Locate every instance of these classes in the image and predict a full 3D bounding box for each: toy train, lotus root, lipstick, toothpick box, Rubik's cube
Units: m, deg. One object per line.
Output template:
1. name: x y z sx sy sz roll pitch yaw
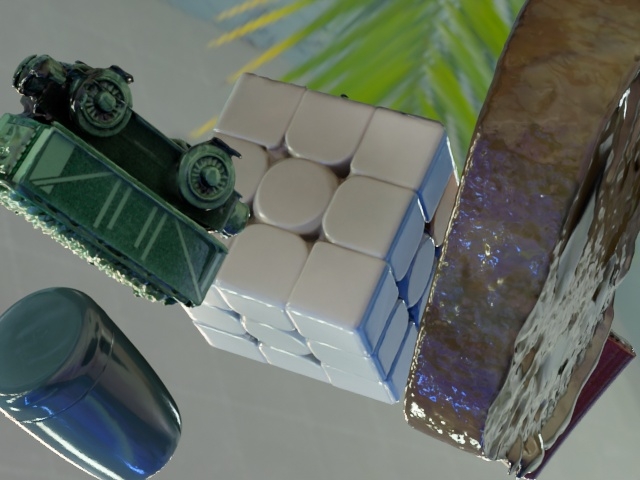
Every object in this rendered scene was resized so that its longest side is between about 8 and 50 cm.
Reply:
1. toy train: -0.181 -0.055 1.307 0.269 0.154 0.115 38 168 -38
2. lotus root: 0.166 -0.002 1.074 0.111 0.390 0.375 18 -131 16
3. lipstick: 0.342 0.225 2.058 0.080 0.241 0.080 36 -171 -6
4. toothpick box: -0.201 0.134 1.282 0.184 0.120 0.120 53 -161 -45
5. Rubik's cube: 0.000 0.000 1.885 0.290 0.291 0.291 63 -133 -63
